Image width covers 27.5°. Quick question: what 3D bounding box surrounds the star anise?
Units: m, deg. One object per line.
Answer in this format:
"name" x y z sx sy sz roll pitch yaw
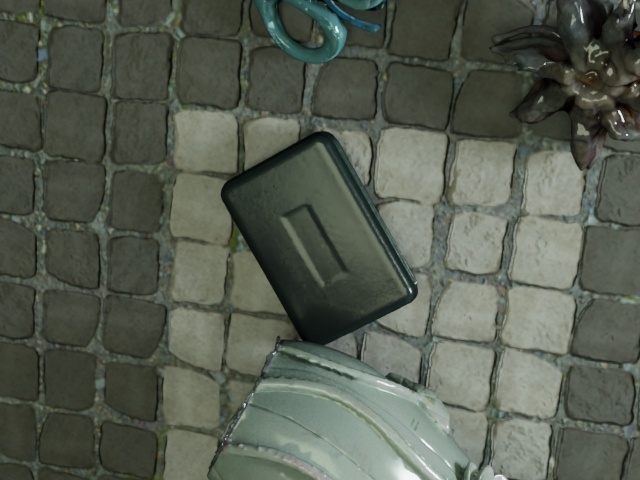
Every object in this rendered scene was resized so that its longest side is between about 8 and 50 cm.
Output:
"star anise" 0.291 -0.183 1.380 0.236 0.093 0.229 -8 119 42

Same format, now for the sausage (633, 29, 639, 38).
"sausage" 0.371 -0.205 1.416 0.147 0.030 0.035 16 109 8

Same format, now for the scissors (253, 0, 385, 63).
"scissors" -0.098 -0.341 1.463 0.393 0.032 0.180 34 129 7

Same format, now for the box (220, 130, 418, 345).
"box" 0.000 0.000 1.542 0.160 0.050 0.230 -28 97 18

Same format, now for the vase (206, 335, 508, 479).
"vase" 0.096 0.300 1.513 0.445 0.250 0.250 30 109 -1
